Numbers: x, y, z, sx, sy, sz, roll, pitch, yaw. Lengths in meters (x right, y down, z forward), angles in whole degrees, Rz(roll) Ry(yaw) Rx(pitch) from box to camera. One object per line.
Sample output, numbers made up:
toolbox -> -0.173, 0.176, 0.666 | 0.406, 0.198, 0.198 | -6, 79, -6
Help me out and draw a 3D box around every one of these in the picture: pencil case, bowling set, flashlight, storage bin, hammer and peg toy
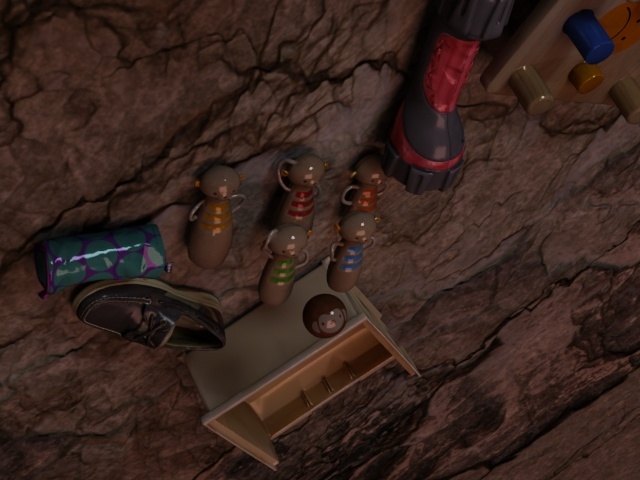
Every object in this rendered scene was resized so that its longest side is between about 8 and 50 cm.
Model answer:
pencil case -> -0.253, 0.023, 1.384 | 0.152, 0.064, 0.070 | -7, 115, -29
bowling set -> 0.000, 0.000, 1.437 | 0.287, 0.200, 0.154 | -15, 142, -28
flashlight -> 0.151, -0.185, 1.378 | 0.103, 0.103, 0.304 | 19, 140, 0
storage bin -> -0.024, 0.186, 1.710 | 0.262, 0.123, 0.260 | -34, 145, 5
hammer and peg toy -> 0.367, -0.291, 1.364 | 0.266, 0.127, 0.361 | -1, 144, -36

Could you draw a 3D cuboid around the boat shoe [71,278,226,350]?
boat shoe -> -0.206, 0.099, 1.507 | 0.224, 0.073, 0.080 | 12, 128, -45
